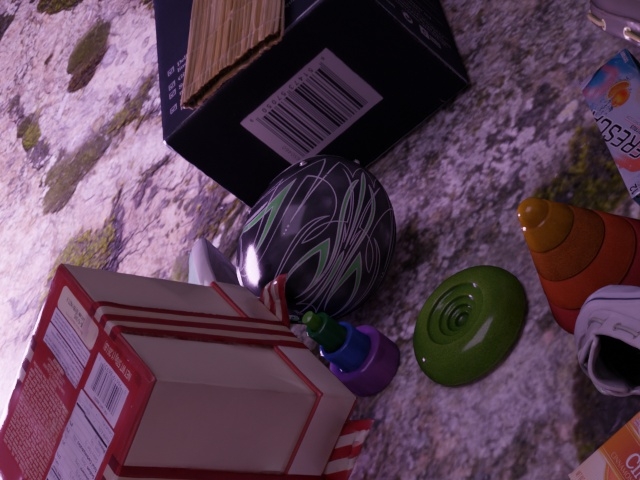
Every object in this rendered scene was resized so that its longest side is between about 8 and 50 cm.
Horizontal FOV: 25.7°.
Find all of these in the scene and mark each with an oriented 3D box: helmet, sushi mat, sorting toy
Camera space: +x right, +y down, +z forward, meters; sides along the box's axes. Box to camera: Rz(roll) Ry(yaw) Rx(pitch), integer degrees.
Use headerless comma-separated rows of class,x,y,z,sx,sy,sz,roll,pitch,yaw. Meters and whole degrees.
helmet,0.000,0.000,1.462,0.161,0.169,0.169,-39,31,50
sushi mat,-0.092,-0.290,1.597,0.151,0.019,0.316,-34,36,30
sorting toy,0.124,0.044,1.291,0.365,0.126,0.127,-25,41,36

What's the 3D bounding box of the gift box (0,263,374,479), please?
gift box,-0.119,0.167,1.319,0.255,0.258,0.276,47,117,45

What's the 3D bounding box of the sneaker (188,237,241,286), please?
sneaker,-0.153,0.111,1.603,0.151,0.094,0.256,-35,38,16

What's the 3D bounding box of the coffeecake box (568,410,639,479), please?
coffeecake box,0.291,0.166,1.009,0.185,0.068,0.142,-45,32,11

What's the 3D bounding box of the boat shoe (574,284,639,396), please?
boat shoe,0.230,0.080,1.076,0.076,0.083,0.226,-40,-7,-15

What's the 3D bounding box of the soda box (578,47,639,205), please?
soda box,0.294,-0.092,1.264,0.058,0.063,0.183,-38,34,21

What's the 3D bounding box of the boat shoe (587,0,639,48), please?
boat shoe,0.342,-0.198,1.283,0.109,0.091,0.305,-14,33,-18

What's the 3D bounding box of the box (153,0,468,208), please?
box,-0.029,-0.261,1.707,0.293,0.212,0.395,-39,35,22
